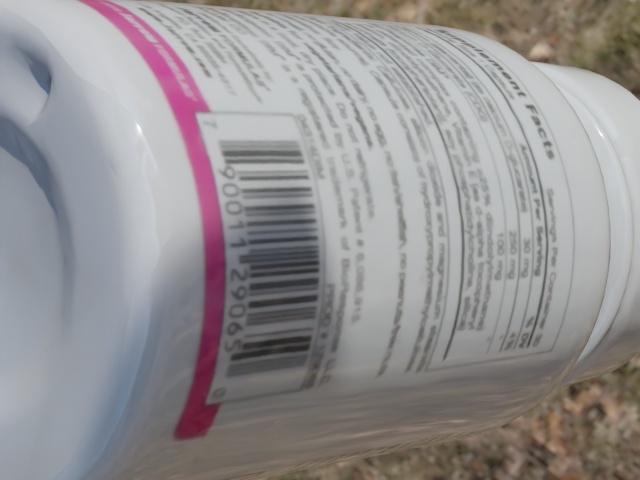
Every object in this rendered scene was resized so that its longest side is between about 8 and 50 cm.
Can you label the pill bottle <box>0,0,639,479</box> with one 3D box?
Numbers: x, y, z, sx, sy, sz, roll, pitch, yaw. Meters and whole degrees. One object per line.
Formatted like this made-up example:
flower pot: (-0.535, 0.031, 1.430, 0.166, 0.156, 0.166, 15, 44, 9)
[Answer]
pill bottle: (0.000, 0.000, 0.542, 0.160, 0.283, 0.160, 3, 94, 45)
